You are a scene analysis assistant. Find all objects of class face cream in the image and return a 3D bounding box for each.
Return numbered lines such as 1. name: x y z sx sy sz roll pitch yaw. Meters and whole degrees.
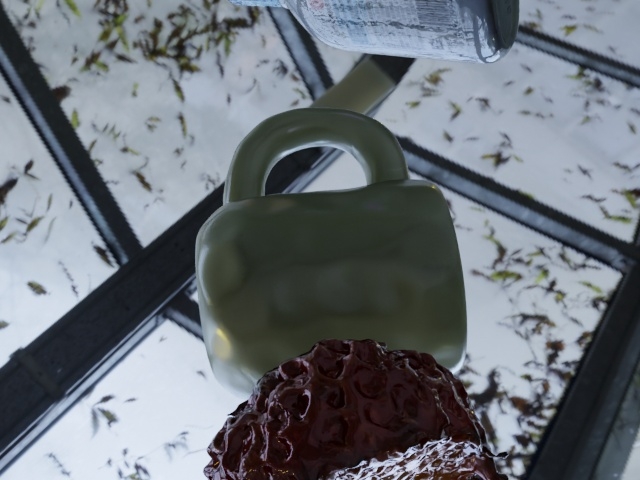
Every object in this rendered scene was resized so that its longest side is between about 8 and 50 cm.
1. face cream: 0.039 -0.272 0.861 0.080 0.337 0.163 -53 -39 -32

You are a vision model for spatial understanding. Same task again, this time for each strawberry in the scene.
1. strawberry: 0.013 0.105 0.402 0.145 0.145 0.086 5 -144 -32

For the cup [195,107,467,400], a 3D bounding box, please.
1. cup: 0.001 0.001 0.684 0.202 0.173 0.255 -7 -92 -2
